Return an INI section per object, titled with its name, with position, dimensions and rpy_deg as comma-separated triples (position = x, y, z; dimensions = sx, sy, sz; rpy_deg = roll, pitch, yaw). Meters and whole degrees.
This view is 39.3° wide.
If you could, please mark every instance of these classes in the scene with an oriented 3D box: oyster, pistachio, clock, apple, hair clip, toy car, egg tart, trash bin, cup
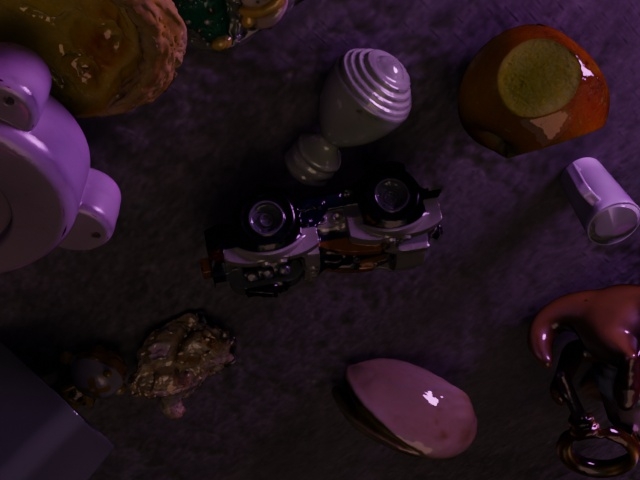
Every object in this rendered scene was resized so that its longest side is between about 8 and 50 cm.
[oyster]
position = -0.197, 0.195, 1.301
dimensions = 0.163, 0.081, 0.191
rpy_deg = -11, 137, -12
[pistachio]
position = 0.134, 0.268, 1.421
dimensions = 0.238, 0.153, 0.137
rpy_deg = 24, 114, -1
[clock]
position = -0.393, -0.074, 0.922
dimensions = 0.322, 0.113, 0.295
rpy_deg = -7, 138, 12
[apple]
position = 0.241, -0.162, 1.040
dimensions = 0.147, 0.163, 0.146
rpy_deg = -41, 169, -1
[hair clip]
position = -0.026, -0.293, 0.892
dimensions = 0.321, 0.091, 0.138
rpy_deg = -32, 130, 15
[toy car]
position = -0.001, 0.002, 1.117
dimensions = 0.301, 0.118, 0.193
rpy_deg = -13, 166, -8
[egg tart]
position = -0.261, -0.219, 0.869
dimensions = 0.279, 0.095, 0.279
rpy_deg = 5, 151, 3
[trash bin]
position = -0.461, 0.320, 1.140
dimensions = 0.343, 0.223, 0.158
rpy_deg = -48, 146, -16
[cup]
position = 0.365, -0.061, 1.199
dimensions = 0.074, 0.116, 0.104
rpy_deg = -41, 130, 22

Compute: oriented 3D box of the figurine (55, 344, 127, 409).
[figurine]
position = -0.337, 0.200, 1.277
dimensions = 0.143, 0.068, 0.101
rpy_deg = -15, 128, 21

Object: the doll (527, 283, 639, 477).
[doll]
position = 0.488, 0.210, 1.417
dimensions = 0.318, 0.209, 0.339
rpy_deg = -25, 135, 12

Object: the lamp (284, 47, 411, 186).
[lamp]
position = 0.029, -0.142, 1.049
dimensions = 0.106, 0.106, 0.193
rpy_deg = 20, 132, -30
